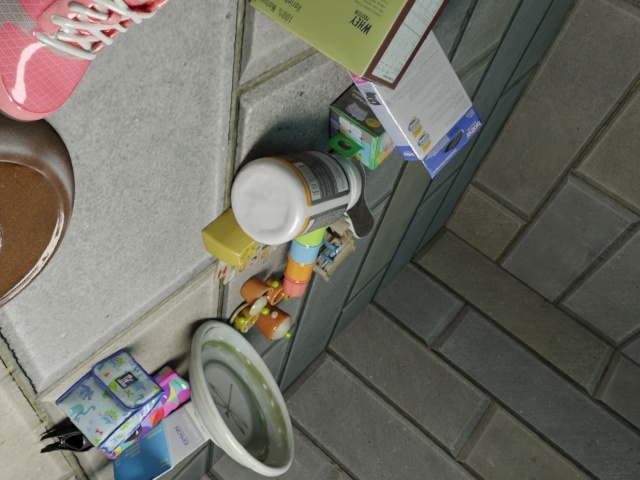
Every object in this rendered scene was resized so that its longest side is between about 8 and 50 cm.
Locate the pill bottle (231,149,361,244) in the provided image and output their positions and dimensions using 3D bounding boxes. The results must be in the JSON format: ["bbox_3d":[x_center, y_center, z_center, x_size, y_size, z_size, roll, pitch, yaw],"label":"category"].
[{"bbox_3d":[-0.035,-0.096,1.085,0.278,0.162,0.162,-24,148,-58],"label":"pill bottle"}]

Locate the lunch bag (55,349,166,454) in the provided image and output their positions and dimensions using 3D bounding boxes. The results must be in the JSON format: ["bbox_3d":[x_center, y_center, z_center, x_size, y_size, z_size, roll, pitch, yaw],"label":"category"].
[{"bbox_3d":[-0.391,0.300,1.030,0.151,0.129,0.096,-43,162,-24],"label":"lunch bag"}]

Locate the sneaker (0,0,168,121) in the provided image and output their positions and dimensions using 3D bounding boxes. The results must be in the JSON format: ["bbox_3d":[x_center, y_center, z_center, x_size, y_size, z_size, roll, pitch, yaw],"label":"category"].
[{"bbox_3d":[-0.187,-0.223,0.449,0.313,0.136,0.116,-57,162,16],"label":"sneaker"}]

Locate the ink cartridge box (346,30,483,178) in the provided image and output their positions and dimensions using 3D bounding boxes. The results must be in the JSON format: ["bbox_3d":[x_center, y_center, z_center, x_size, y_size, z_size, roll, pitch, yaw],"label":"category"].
[{"bbox_3d":[0.188,-0.298,1.087,0.186,0.311,0.065,-47,-156,-17],"label":"ink cartridge box"}]

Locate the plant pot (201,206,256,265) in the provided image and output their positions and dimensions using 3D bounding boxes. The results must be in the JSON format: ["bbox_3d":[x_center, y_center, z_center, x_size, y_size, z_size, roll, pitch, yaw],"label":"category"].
[{"bbox_3d":[-0.171,0.002,1.068,0.081,0.083,0.081,-45,163,-24],"label":"plant pot"}]

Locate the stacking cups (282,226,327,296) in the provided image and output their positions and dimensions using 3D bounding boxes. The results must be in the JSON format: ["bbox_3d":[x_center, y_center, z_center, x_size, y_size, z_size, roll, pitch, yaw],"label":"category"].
[{"bbox_3d":[-0.046,0.013,1.370,0.096,0.096,0.316,-34,152,-47],"label":"stacking cups"}]

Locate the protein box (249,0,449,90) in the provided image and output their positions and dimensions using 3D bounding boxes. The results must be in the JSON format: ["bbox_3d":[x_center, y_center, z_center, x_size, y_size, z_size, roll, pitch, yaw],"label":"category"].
[{"bbox_3d":[0.055,-0.345,0.727,0.201,0.200,0.136,-58,163,20],"label":"protein box"}]

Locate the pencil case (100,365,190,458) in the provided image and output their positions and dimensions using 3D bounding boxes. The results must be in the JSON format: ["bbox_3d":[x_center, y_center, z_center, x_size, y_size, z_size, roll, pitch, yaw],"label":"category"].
[{"bbox_3d":[-0.406,0.384,1.227,0.236,0.104,0.104,-36,158,-46],"label":"pencil case"}]

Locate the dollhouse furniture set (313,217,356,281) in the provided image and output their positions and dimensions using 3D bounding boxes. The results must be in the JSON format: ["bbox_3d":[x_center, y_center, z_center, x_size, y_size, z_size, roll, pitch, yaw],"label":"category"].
[{"bbox_3d":[0.000,0.000,1.455,0.129,0.129,0.183,-49,160,-10],"label":"dollhouse furniture set"}]

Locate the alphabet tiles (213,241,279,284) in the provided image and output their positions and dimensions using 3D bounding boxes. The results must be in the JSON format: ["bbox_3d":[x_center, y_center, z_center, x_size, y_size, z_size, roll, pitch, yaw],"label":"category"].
[{"bbox_3d":[-0.151,0.001,1.255,0.237,0.009,0.198,-36,158,-44],"label":"alphabet tiles"}]

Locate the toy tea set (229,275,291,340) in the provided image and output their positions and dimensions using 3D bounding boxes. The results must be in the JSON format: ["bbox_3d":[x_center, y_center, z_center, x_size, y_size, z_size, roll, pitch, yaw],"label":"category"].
[{"bbox_3d":[-0.133,0.197,1.514,0.200,0.124,0.336,-54,164,8],"label":"toy tea set"}]

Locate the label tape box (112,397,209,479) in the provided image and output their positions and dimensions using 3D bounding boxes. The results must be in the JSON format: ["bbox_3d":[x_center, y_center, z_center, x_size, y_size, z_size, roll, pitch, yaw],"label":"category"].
[{"bbox_3d":[-0.391,0.503,1.365,0.249,0.115,0.348,-37,171,31],"label":"label tape box"}]

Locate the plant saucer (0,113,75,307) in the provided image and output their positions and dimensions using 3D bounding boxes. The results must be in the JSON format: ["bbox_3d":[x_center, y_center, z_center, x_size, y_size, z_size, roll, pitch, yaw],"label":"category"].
[{"bbox_3d":[-0.381,-0.001,0.560,0.310,0.050,0.310,-47,164,-19],"label":"plant saucer"}]

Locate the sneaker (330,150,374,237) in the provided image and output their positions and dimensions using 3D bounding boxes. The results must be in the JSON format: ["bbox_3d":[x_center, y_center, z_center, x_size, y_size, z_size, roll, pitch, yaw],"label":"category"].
[{"bbox_3d":[0.051,-0.131,1.403,0.106,0.123,0.290,-34,138,-15],"label":"sneaker"}]

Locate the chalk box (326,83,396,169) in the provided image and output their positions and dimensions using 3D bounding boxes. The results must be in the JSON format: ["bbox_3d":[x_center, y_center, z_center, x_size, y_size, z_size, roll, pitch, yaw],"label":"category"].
[{"bbox_3d":[0.105,-0.254,1.185,0.213,0.132,0.132,-46,163,-16],"label":"chalk box"}]

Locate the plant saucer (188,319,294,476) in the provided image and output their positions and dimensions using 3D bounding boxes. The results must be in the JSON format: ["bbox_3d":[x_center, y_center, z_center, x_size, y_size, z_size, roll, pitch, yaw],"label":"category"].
[{"bbox_3d":[-0.210,0.388,1.316,0.101,0.400,0.400,-31,166,9],"label":"plant saucer"}]

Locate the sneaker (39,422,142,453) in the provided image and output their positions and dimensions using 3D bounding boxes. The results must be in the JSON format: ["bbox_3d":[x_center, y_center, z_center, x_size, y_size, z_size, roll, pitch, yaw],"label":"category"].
[{"bbox_3d":[-0.446,0.386,1.067,0.089,0.170,0.051,-142,-123,-84],"label":"sneaker"}]
